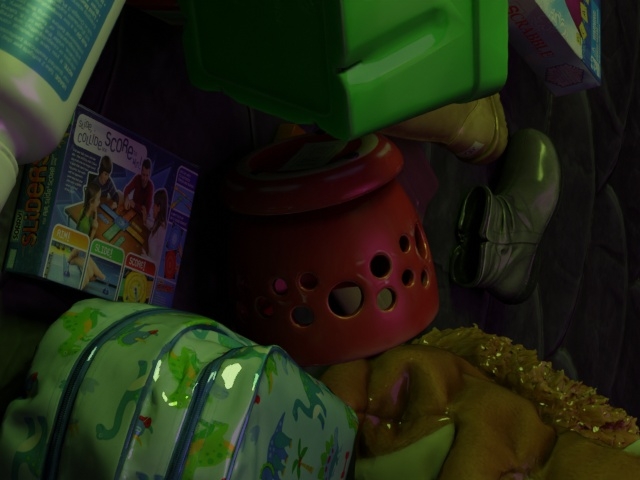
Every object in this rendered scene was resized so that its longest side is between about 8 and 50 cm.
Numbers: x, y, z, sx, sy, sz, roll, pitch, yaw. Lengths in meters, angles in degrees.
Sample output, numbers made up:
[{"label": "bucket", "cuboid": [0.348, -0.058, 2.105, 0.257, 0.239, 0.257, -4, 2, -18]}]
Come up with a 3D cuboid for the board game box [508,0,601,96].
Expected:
[{"label": "board game box", "cuboid": [0.229, -0.378, 1.875, 0.318, 0.066, 0.318, 39, 47, -48]}]

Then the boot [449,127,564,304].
[{"label": "boot", "cuboid": [0.237, -0.045, 2.112, 0.161, 0.083, 0.246, 29, 69, -57]}]

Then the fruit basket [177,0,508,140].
[{"label": "fruit basket", "cuboid": [0.069, -0.297, 1.295, 0.392, 0.283, 0.392, -36, 137, -43]}]

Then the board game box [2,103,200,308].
[{"label": "board game box", "cuboid": [-0.168, -0.020, 1.310, 0.201, 0.035, 0.136, 29, 70, -63]}]

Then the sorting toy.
[{"label": "sorting toy", "cuboid": [0.032, -0.058, 1.726, 0.307, 0.041, 0.229, 57, 43, -45]}]

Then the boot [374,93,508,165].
[{"label": "boot", "cuboid": [0.082, -0.201, 1.707, 0.269, 0.089, 0.236, 14, 50, -51]}]

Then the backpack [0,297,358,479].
[{"label": "backpack", "cuboid": [-0.106, 0.183, 1.286, 0.355, 0.273, 0.290, 43, 65, -45]}]

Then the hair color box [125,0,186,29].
[{"label": "hair color box", "cuboid": [-0.104, -0.264, 1.361, 0.093, 0.053, 0.167, 15, 81, -64]}]

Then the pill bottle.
[{"label": "pill bottle", "cuboid": [-0.210, -0.128, 1.089, 0.124, 0.124, 0.221, 60, 43, -52]}]

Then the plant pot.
[{"label": "plant pot", "cuboid": [0.000, 0.000, 1.502, 0.191, 0.191, 0.174, -42, 123, -55]}]

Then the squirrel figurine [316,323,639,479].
[{"label": "squirrel figurine", "cuboid": [0.229, 0.237, 1.815, 0.397, 0.370, 0.281, -40, 131, -56]}]
